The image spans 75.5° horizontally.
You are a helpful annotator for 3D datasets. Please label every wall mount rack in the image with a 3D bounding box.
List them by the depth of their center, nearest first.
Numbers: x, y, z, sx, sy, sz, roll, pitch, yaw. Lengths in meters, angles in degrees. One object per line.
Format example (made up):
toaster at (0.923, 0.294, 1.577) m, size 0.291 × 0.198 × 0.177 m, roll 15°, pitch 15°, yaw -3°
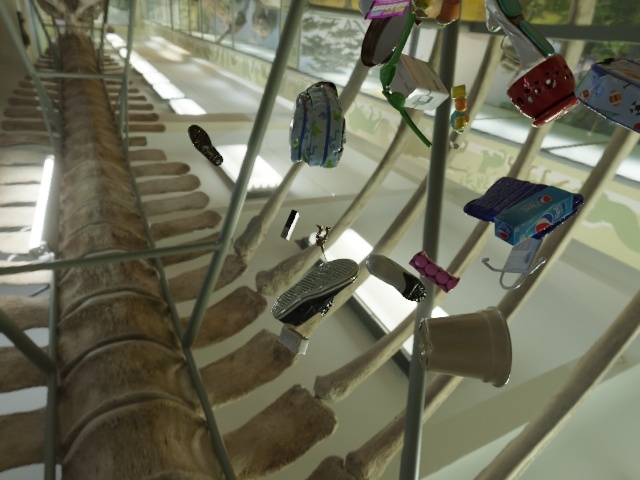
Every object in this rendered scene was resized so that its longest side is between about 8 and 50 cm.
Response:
wall mount rack at (0.797, 0.018, 1.596) m, size 0.130 × 0.350 × 0.304 m, roll 37°, pitch 164°, yaw -20°

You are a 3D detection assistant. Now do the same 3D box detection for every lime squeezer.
lime squeezer at (0.207, -0.382, 1.035) m, size 0.109 × 0.311 × 0.059 m, roll -7°, pitch -161°, yaw 17°

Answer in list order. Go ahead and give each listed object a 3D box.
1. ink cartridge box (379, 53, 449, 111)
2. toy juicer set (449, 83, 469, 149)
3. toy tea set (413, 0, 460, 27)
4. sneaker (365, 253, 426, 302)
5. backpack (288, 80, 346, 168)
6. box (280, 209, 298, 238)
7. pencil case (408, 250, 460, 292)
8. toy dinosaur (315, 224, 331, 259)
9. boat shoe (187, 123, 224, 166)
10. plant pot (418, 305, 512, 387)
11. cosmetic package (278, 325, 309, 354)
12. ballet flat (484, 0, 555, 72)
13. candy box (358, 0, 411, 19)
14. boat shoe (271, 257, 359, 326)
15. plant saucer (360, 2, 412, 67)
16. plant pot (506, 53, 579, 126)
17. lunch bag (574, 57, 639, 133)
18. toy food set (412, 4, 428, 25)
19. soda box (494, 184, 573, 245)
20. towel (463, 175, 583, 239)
ink cartridge box at (0.415, -0.694, 1.821) m, size 0.272 × 0.114 × 0.198 m, roll -9°, pitch -111°, yaw -43°
toy juicer set at (0.691, -0.574, 2.026) m, size 0.089 × 0.329 × 0.209 m, roll -2°, pitch -141°, yaw 10°
toy tea set at (0.446, -0.942, 1.615) m, size 0.199 × 0.124 × 0.336 m, roll 3°, pitch -122°, yaw 6°
sneaker at (0.248, 0.117, 1.340) m, size 0.237 × 0.085 × 0.086 m, roll 35°, pitch -165°, yaw -12°
backpack at (-0.012, -0.417, 1.573) m, size 0.273 × 0.290 × 0.356 m, roll -2°, pitch -138°, yaw -24°
box at (-0.122, -0.059, 1.649) m, size 0.029 × 0.116 × 0.162 m, roll 23°, pitch 176°, yaw 1°
pencil case at (0.473, 0.126, 1.714) m, size 0.209 × 0.095 × 0.098 m, roll 40°, pitch -127°, yaw 17°
toy dinosaur at (0.000, 0.000, 1.614) m, size 0.064 × 0.112 × 0.211 m, roll 14°, pitch 171°, yaw 10°
boat shoe at (-0.444, -0.362, 1.565) m, size 0.068 × 0.190 × 0.072 m, roll -40°, pitch -135°, yaw -11°
plant pot at (0.585, 0.441, 1.742) m, size 0.305 × 0.334 × 0.334 m, roll 1°, pitch -152°, yaw 1°
cosmetic package at (-0.095, 0.353, 1.460) m, size 0.041 × 0.060 × 0.115 m, roll 16°, pitch -175°, yaw -43°
ballet flat at (0.710, -0.803, 1.557) m, size 0.139 × 0.139 × 0.400 m, roll -24°, pitch -100°, yaw -45°
candy box at (0.237, -0.816, 1.312) m, size 0.159 × 0.071 × 0.233 m, roll -18°, pitch 175°, yaw -19°
boat shoe at (-0.006, 0.236, 1.804) m, size 0.156 × 0.500 × 0.187 m, roll 42°, pitch -147°, yaw -19°
plant saucer at (0.277, -0.855, 1.703) m, size 0.050 × 0.311 × 0.310 m, roll 16°, pitch -159°, yaw -30°
plant pot at (0.751, -0.488, 1.378) m, size 0.191 × 0.191 × 0.174 m, roll -23°, pitch -99°, yaw -43°
lunch bag at (0.867, -0.389, 1.114) m, size 0.243 × 0.115 × 0.303 m, roll -18°, pitch -125°, yaw -27°
toy food set at (0.390, -0.950, 1.754) m, size 0.122 × 0.078 × 0.019 m, roll 42°, pitch -161°, yaw 14°
soda box at (0.580, -0.069, 1.128) m, size 0.210 × 0.067 × 0.071 m, roll -28°, pitch -145°, yaw -11°
towel at (0.669, -0.109, 1.383) m, size 0.227 × 0.076 × 0.308 m, roll -36°, pitch -149°, yaw -12°
